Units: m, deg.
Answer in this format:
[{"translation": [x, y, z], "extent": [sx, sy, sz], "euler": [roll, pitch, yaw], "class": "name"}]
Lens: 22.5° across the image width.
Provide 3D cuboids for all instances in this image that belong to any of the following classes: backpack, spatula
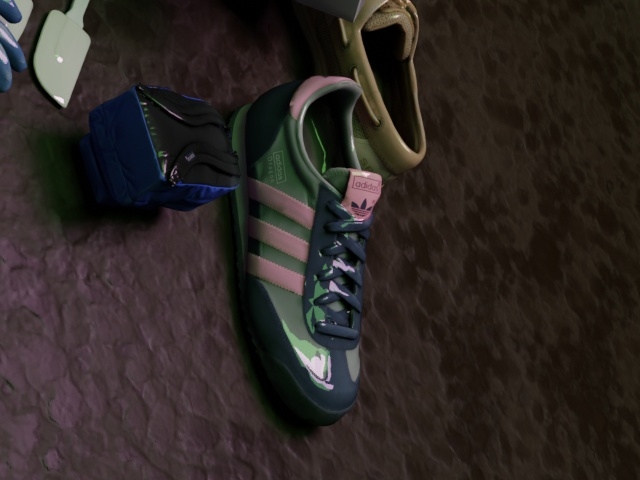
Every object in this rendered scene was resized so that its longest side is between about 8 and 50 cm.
[{"translation": [-0.133, -0.073, 1.339], "extent": [0.120, 0.101, 0.098], "euler": [0, 72, -54], "class": "backpack"}, {"translation": [-0.246, -0.249, 1.371], "extent": [0.168, 0.019, 0.242], "euler": [38, 45, -29], "class": "spatula"}]

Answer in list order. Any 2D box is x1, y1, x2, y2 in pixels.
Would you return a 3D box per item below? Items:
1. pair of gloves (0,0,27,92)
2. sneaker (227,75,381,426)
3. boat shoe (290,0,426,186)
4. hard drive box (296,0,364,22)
[{"translation": [-0.312, -0.156, 1.225], "extent": [0.159, 0.023, 0.198], "euler": [57, 46, -19], "class": "pair of gloves"}, {"translation": [0.000, 0.000, 1.431], "extent": [0.112, 0.131, 0.319], "euler": [8, 64, -48], "class": "sneaker"}, {"translation": [0.051, -0.209, 1.626], "extent": [0.122, 0.110, 0.341], "euler": [17, 57, -44], "class": "boat shoe"}, {"translation": [-0.007, -0.339, 1.579], "extent": [0.181, 0.089, 0.232], "euler": [22, 44, 4], "class": "hard drive box"}]
